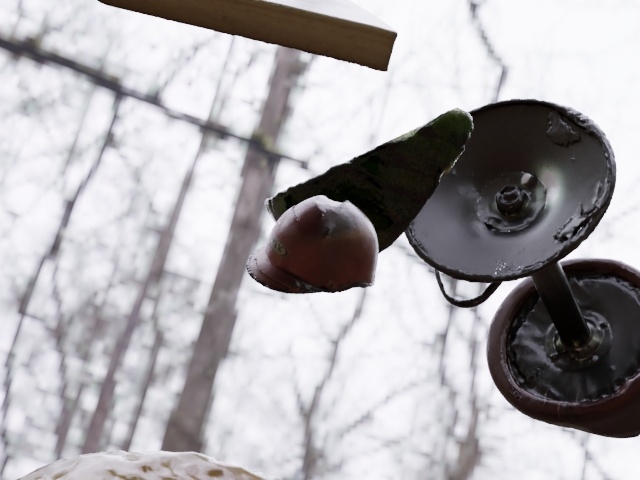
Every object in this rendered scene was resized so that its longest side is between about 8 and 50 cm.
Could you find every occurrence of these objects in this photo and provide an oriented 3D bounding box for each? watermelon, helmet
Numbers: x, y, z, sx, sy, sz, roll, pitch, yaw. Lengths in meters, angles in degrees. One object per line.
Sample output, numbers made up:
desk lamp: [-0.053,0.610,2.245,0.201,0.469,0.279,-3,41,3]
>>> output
watermelon: [0.015,-0.038,1.368,0.075,0.092,0.181,31,-33,-27]
helmet: [-0.001,-0.001,1.165,0.084,0.065,0.049,-8,-56,-37]

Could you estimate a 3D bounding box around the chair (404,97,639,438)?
chair: [0.252,0.052,2.080,0.226,0.226,0.401,-4,-34,23]

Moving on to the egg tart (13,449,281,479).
egg tart: [-0.088,0.246,1.110,0.443,0.443,0.178,17,-69,-4]

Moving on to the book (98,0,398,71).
book: [-0.054,-0.139,1.102,0.161,0.231,0.026,11,-79,-12]
